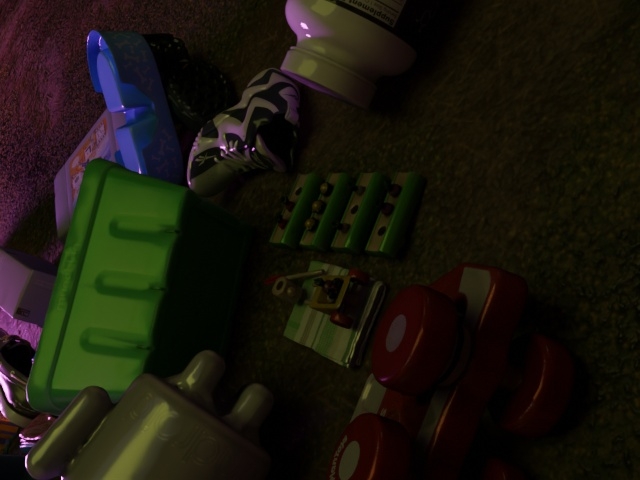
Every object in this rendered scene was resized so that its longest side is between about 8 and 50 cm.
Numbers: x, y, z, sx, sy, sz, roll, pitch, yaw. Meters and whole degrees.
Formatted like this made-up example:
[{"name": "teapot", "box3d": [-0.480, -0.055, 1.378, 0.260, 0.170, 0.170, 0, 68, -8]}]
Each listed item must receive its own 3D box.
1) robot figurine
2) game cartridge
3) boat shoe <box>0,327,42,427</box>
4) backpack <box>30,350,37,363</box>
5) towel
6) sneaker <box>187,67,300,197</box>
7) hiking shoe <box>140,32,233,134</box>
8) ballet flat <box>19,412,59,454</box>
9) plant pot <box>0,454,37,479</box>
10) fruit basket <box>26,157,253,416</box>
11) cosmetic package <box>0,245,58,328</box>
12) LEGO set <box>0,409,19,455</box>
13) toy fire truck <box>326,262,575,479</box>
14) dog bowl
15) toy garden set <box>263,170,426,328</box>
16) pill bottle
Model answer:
[{"name": "robot figurine", "box3d": [-0.197, 0.300, 1.129, 0.353, 0.300, 0.200, -56, 0, -11]}, {"name": "game cartridge", "box3d": [-0.422, -0.135, 1.824, 0.297, 0.062, 0.198, -46, 38, 27]}, {"name": "boat shoe", "box3d": [-0.571, 0.233, 1.776, 0.305, 0.109, 0.091, 39, 103, 46]}, {"name": "backpack", "box3d": [-0.422, 0.204, 1.609, 0.120, 0.098, 0.101, 26, 89, 54]}, {"name": "towel", "box3d": [0.017, 0.089, 1.189, 0.152, 0.023, 0.113, 17, 84, 56]}, {"name": "sneaker", "box3d": [-0.109, -0.128, 1.390, 0.235, 0.094, 0.153, -42, 34, 16]}, {"name": "hiking shoe", "box3d": [-0.235, -0.245, 1.629, 0.304, 0.113, 0.132, 51, 143, 43]}, {"name": "ballet flat", "box3d": [-0.367, 0.307, 1.499, 0.342, 0.116, 0.124, -7, 47, 54]}, {"name": "plant pot", "box3d": [-0.580, 0.505, 1.603, 0.165, 0.166, 0.234, 32, 104, 53]}, {"name": "fruit basket", "box3d": [-0.304, 0.091, 1.409, 0.392, 0.283, 0.392, -12, 65, 28]}, {"name": "cosmetic package", "box3d": [-0.545, 0.091, 1.799, 0.238, 0.127, 0.107, 15, 83, 52]}, {"name": "LEGO set", "box3d": [-0.745, 0.379, 1.841, 0.331, 0.192, 0.254, 26, 93, 53]}, {"name": "toy fire truck", "box3d": [0.097, 0.164, 0.948, 0.302, 0.169, 0.254, -70, 18, -4]}, {"name": "dog bowl", "box3d": [-0.306, -0.210, 1.579, 0.166, 0.074, 0.297, 6, 114, 63]}, {"name": "toy garden set", "box3d": [0.000, 0.000, 1.203, 0.244, 0.049, 0.203, 4, 66, 52]}, {"name": "pill bottle", "box3d": [0.073, -0.337, 1.201, 0.181, 0.182, 0.322, 31, 97, 53]}]
